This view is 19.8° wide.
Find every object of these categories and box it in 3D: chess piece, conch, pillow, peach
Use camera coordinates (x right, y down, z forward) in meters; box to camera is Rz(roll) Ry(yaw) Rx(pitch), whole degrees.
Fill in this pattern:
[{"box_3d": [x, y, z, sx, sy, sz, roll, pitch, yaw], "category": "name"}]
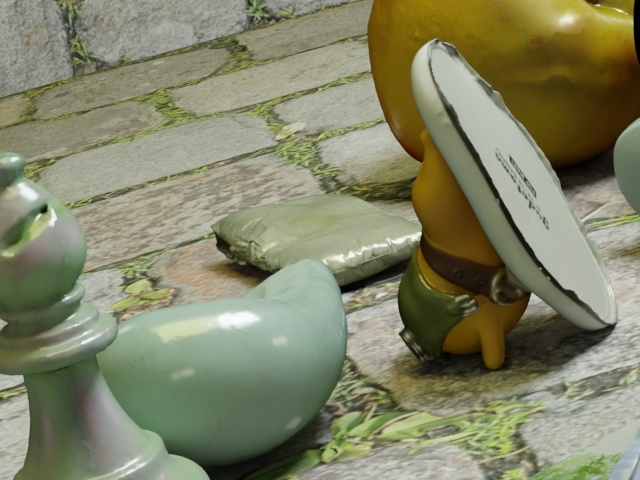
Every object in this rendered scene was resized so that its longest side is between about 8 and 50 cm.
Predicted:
[{"box_3d": [-0.155, 0.077, 1.097, 0.139, 0.272, 0.139, -12, 16, 4], "category": "chess piece"}, {"box_3d": [-0.068, 0.090, 1.266, 0.185, 0.121, 0.221, -4, 11, 45], "category": "conch"}, {"box_3d": [0.000, 0.000, 1.672, 0.148, 0.050, 0.229, -23, 20, -15], "category": "pillow"}, {"box_3d": [0.191, -0.208, 1.798, 0.289, 0.289, 0.308, -23, -2, -30], "category": "peach"}]

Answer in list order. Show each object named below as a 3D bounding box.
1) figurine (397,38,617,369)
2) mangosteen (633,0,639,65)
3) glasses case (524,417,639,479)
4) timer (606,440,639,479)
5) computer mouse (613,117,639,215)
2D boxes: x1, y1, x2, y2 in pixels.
[{"box_3d": [0.094, -0.011, 1.336, 0.141, 0.250, 0.166, -29, 12, 22], "category": "figurine"}, {"box_3d": [0.419, -0.181, 1.555, 0.297, 0.313, 0.297, -24, 43, 24], "category": "mangosteen"}, {"box_3d": [0.211, 0.124, 0.999, 0.272, 0.062, 0.095, -24, 17, -31], "category": "glasses case"}, {"box_3d": [0.274, 0.119, 0.633, 0.395, 0.173, 0.395, -25, 32, 17], "category": "timer"}, {"box_3d": [0.338, -0.068, 1.429, 0.231, 0.128, 0.079, -20, 22, 34], "category": "computer mouse"}]
